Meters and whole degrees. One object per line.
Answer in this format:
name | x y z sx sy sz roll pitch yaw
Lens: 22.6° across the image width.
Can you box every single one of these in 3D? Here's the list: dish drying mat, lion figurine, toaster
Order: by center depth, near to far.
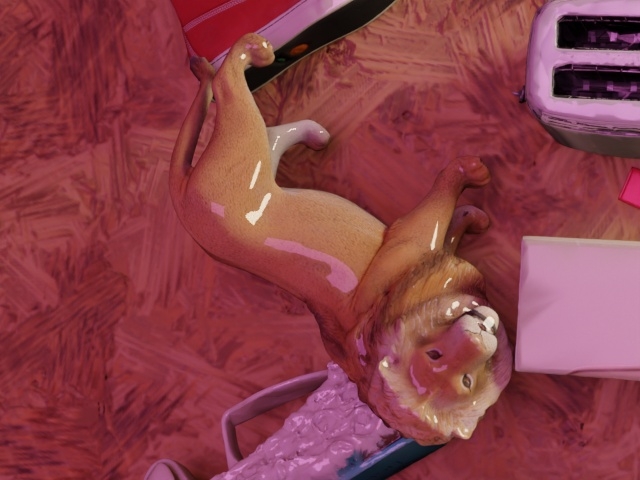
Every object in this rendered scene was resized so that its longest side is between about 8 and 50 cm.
toaster | 0.258 -0.138 1.317 0.227 0.146 0.129 6 87 19
lion figurine | 0.000 0.000 1.339 0.392 0.142 0.240 27 61 15
dish drying mat | 0.299 -0.033 1.369 0.083 0.008 0.032 24 93 20

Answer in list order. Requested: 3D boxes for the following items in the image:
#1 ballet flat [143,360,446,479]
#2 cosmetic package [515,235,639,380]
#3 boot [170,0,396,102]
ballet flat | -0.071 0.224 1.417 0.409 0.147 0.147 -35 76 5
cosmetic package | 0.323 0.061 1.275 0.309 0.160 0.113 2 87 20
boot | -0.035 -0.258 1.460 0.244 0.088 0.176 -28 76 18
